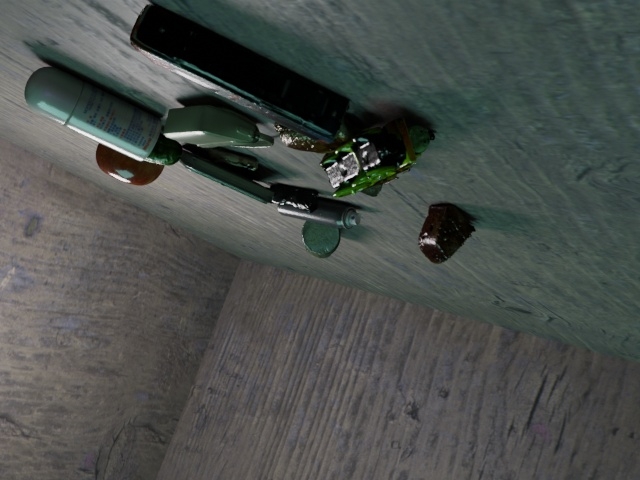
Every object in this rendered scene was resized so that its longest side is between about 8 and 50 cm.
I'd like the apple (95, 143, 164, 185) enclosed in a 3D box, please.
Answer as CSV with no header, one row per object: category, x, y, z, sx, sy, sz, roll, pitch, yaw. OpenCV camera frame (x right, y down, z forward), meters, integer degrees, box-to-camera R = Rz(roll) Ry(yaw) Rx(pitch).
apple,-0.554,-0.253,2.381,0.201,0.162,0.201,27,-173,-4

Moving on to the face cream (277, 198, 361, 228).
face cream,-0.001,-0.087,2.416,0.284,0.073,0.073,14,169,36

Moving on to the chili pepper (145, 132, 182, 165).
chili pepper,-0.506,-0.277,2.259,0.254,0.099,0.083,26,160,0

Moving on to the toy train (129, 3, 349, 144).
toy train,-0.147,-0.296,1.474,0.410,0.086,0.089,23,172,-18

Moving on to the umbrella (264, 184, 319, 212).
umbrella,-0.101,-0.127,2.409,0.236,0.066,0.059,11,163,41

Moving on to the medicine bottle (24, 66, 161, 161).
medicine bottle,-0.589,-0.330,2.084,0.341,0.130,0.130,25,170,-28

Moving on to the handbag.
handbag,-0.235,-0.261,1.933,0.219,0.079,0.256,13,177,-36

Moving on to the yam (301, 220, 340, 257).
yam,0.000,0.000,2.748,0.133,0.133,0.330,20,171,2

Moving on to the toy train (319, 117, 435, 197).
toy train,0.109,-0.161,1.573,0.161,0.100,0.296,-18,179,-21

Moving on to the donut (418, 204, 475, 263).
donut,0.303,-0.017,2.048,0.144,0.126,0.187,32,167,-21

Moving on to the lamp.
lamp,-0.281,-0.191,2.351,0.269,0.047,0.266,24,-175,-19

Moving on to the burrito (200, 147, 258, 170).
burrito,-0.251,-0.227,2.244,0.171,0.042,0.051,15,175,18

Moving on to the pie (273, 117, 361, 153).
pie,-0.005,-0.219,1.659,0.163,0.078,0.193,14,169,-27

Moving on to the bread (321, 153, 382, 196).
bread,0.072,-0.156,1.830,0.157,0.082,0.094,24,173,-13
